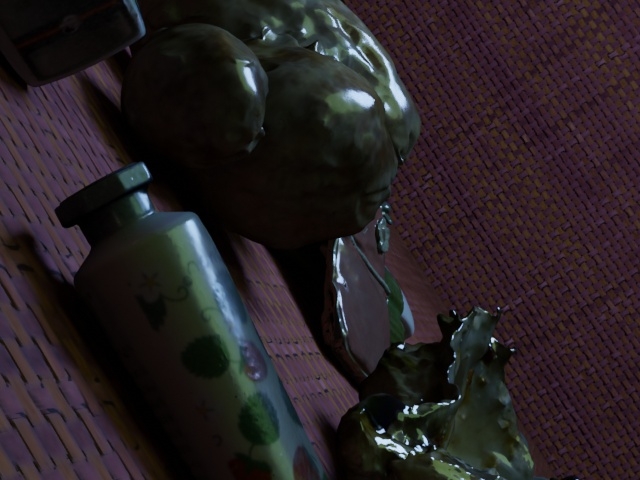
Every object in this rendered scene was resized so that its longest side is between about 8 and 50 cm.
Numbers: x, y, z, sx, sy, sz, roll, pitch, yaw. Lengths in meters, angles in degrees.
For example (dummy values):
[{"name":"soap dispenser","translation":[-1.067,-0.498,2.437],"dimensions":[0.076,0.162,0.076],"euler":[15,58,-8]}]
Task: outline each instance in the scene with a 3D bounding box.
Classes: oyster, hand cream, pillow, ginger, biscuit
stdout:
[{"name":"oyster","translation":[0.096,0.149,0.921],"dimensions":[0.197,0.133,0.337],"euler":[59,8,7]},{"name":"hand cream","translation":[-0.026,0.096,0.601],"dimensions":[0.276,0.059,0.095],"euler":[61,8,-3]},{"name":"pillow","translation":[0.032,0.019,1.218],"dimensions":[0.126,0.043,0.232],"euler":[49,33,-51]},{"name":"ginger","translation":[-0.038,-0.100,1.025],"dimensions":[0.245,0.155,0.304],"euler":[37,16,-14]},{"name":"biscuit","translation":[0.000,0.000,1.261],"dimensions":[0.322,0.038,0.099],"euler":[49,30,-48]}]

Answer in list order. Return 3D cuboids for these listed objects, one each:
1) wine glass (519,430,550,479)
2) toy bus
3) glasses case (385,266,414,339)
[{"name":"wine glass","translation":[0.184,0.235,1.438],"dimensions":[0.195,0.079,0.079],"euler":[52,7,-47]},{"name":"toy bus","translation":[-0.163,-0.180,0.819],"dimensions":[0.268,0.092,0.106],"euler":[-115,180,-58]},{"name":"glasses case","translation":[0.055,0.055,1.481],"dimensions":[0.076,0.049,0.197],"euler":[65,8,24]}]
